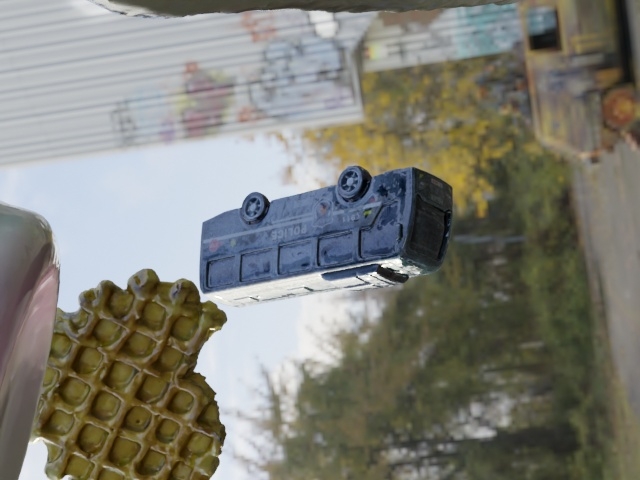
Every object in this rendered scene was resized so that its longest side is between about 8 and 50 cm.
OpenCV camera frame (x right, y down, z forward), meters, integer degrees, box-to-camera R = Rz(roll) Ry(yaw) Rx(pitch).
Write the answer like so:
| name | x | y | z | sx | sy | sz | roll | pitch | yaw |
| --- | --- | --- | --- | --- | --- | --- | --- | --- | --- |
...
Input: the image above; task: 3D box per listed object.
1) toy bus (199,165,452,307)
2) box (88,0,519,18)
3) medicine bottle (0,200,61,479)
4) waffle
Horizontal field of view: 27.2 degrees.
| name | x | y | z | sx | sy | sz | roll | pitch | yaw |
| --- | --- | --- | --- | --- | --- | --- | --- | --- | --- |
| toy bus | 0.000 | 0.000 | 0.781 | 0.047 | 0.166 | 0.065 | 22 | -116 | -46 |
| box | 0.080 | -0.221 | 0.459 | 0.350 | 0.359 | 0.091 | -17 | -121 | -48 |
| medicine bottle | -0.325 | 0.046 | 0.573 | 0.219 | 0.388 | 0.219 | -165 | 90 | -85 |
| waffle | -0.191 | 0.165 | 1.380 | 0.253 | 0.249 | 0.056 | 59 | -177 | -5 |
